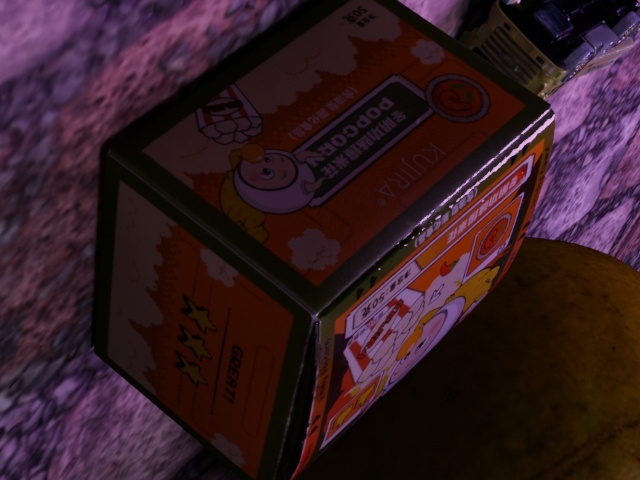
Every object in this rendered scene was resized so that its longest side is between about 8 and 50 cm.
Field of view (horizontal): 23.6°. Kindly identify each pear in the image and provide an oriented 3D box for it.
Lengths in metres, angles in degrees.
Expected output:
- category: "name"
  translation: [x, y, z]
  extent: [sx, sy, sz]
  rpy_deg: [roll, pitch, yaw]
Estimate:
- category: "pear"
  translation: [0.131, 0.167, 1.132]
  extent: [0.413, 0.352, 0.352]
  rpy_deg: [-71, 180, -48]

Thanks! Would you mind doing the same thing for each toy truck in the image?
- category: "toy truck"
  translation: [0.158, -0.136, 1.059]
  extent: [0.169, 0.077, 0.100]
  rpy_deg: [-35, 168, -49]

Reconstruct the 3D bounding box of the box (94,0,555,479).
- category: "box"
  translation: [0.000, 0.000, 0.816]
  extent: [0.195, 0.148, 0.177]
  rpy_deg: [-39, 158, -34]
